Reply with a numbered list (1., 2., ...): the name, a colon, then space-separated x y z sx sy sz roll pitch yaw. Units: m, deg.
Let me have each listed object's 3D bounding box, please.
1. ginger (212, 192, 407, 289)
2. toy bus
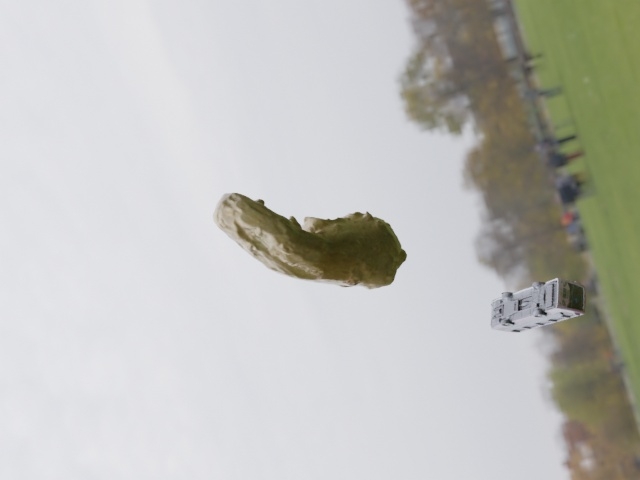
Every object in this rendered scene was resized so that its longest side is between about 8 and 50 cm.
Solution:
1. ginger: 0.000 0.003 1.119 0.173 0.051 0.069 15 -135 -43
2. toy bus: 0.228 0.071 1.561 0.130 0.052 0.037 -26 55 60
